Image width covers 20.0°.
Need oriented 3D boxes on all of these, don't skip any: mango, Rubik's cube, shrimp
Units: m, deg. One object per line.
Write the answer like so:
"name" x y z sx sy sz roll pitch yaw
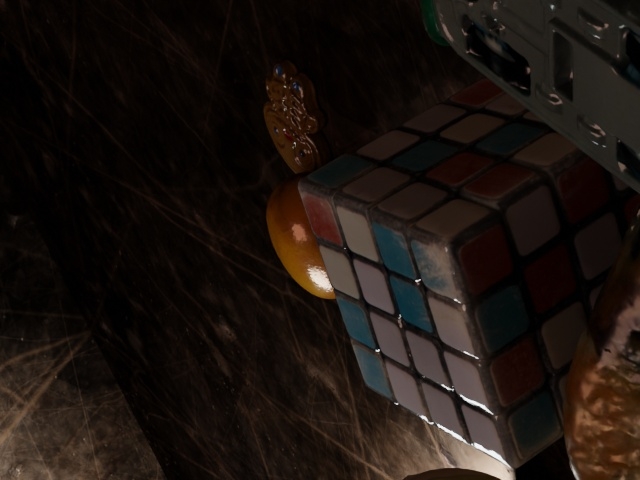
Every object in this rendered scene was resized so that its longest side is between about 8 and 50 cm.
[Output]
"mango" 0.000 0.000 2.264 0.145 0.112 0.219 48 166 26
"Rubik's cube" 0.172 0.020 1.732 0.259 0.253 0.256 24 139 56
"shrimp" 0.357 0.083 1.546 0.272 0.085 0.445 15 117 13

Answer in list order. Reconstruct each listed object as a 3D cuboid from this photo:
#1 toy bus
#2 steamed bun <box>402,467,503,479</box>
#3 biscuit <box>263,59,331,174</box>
"toy bus" 0.248 -0.179 1.399 0.343 0.199 0.183 43 155 36
"steamed bun" 0.191 0.437 2.183 0.309 0.309 0.309 46 154 31
"biscuit" -0.033 -0.145 2.252 0.124 0.026 0.175 42 152 35
